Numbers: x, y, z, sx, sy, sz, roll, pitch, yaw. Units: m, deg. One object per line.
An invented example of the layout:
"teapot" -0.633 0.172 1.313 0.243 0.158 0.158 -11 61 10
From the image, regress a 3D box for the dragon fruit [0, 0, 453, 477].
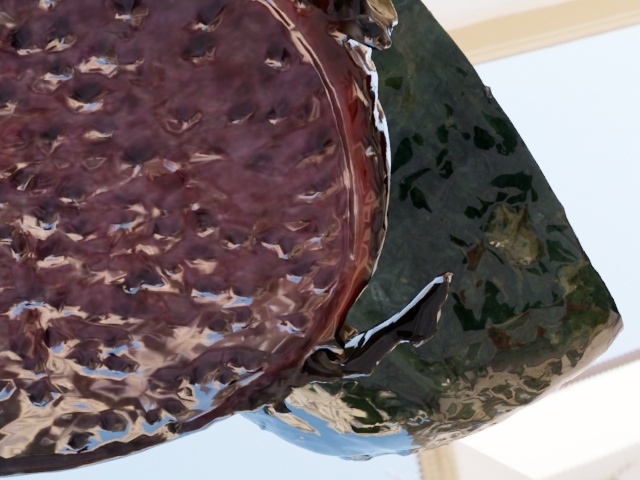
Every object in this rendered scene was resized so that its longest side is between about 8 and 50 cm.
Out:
"dragon fruit" -0.092 -0.050 0.461 0.223 0.148 0.218 -15 -47 3

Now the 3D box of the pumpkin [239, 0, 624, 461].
"pumpkin" 0.000 0.000 0.837 0.197 0.293 0.263 -37 -82 -1
